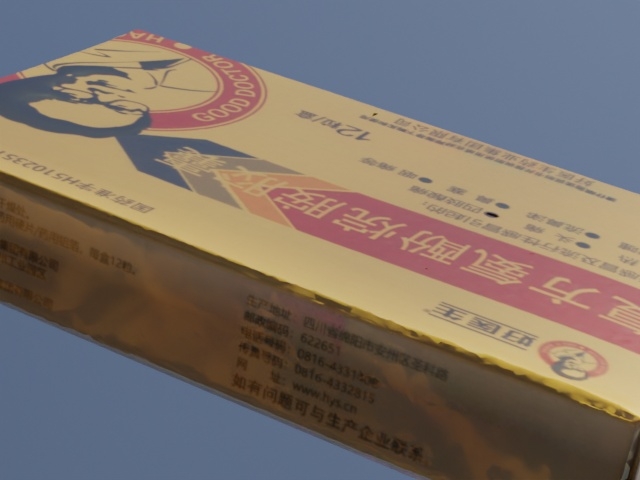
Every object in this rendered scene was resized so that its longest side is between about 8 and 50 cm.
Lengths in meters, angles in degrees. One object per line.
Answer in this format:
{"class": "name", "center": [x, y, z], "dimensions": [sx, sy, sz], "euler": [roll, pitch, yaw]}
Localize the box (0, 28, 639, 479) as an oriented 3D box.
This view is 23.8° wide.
{"class": "box", "center": [0.000, 0.000, 0.672], "dimensions": [0.353, 0.069, 0.214], "euler": [19, -155, 22]}
